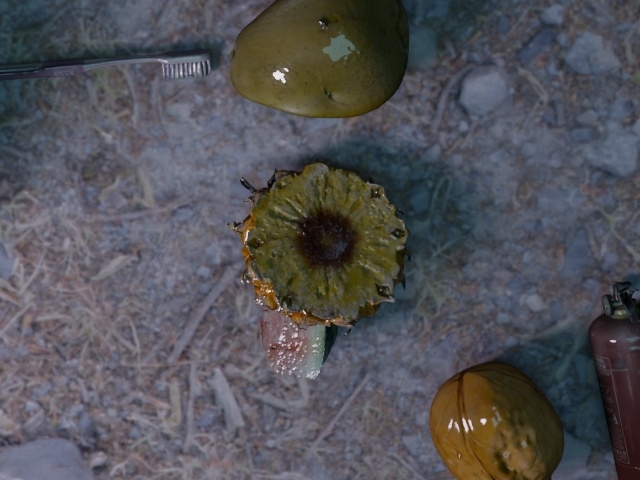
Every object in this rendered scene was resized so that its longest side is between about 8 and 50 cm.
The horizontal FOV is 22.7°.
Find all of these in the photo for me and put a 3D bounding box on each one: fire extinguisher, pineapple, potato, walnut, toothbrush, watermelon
[{"bbox_3d":[0.372,0.163,1.850,0.104,0.105,0.269,-13,105,-2],"label":"fire extinguisher"},{"bbox_3d":[0.000,0.000,1.758,0.221,0.047,0.221,4,73,-14],"label":"pineapple"},{"bbox_3d":[-0.003,-0.207,1.710,0.194,0.157,0.157,-10,106,11],"label":"potato"},{"bbox_3d":[0.203,0.223,1.836,0.144,0.144,0.180,-40,108,5],"label":"walnut"},{"bbox_3d":[-0.295,-0.182,1.742,0.354,0.024,0.029,-4,113,-5],"label":"toothbrush"},{"bbox_3d":[-0.020,0.066,1.811,0.094,0.081,0.180,9,86,15],"label":"watermelon"}]
